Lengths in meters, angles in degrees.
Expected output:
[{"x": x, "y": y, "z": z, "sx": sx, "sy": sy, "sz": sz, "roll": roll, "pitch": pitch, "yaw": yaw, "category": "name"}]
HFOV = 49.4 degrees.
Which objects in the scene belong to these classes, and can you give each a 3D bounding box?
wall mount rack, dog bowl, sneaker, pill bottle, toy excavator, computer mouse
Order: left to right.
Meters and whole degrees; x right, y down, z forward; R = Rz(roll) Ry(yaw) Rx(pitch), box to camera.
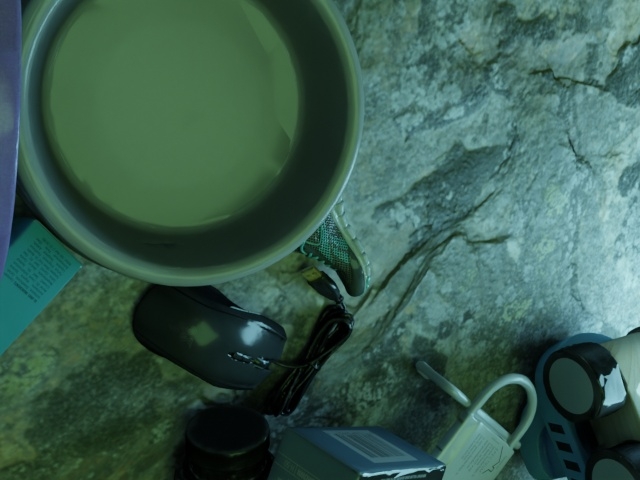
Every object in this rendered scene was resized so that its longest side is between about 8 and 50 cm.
[{"x": -0.117, "y": -0.117, "z": 0.625, "sx": 0.349, "sy": 0.102, "sz": 0.349, "roll": -6, "pitch": 106, "yaw": -22, "category": "dog bowl"}, {"x": -0.108, "y": 0.310, "z": 0.807, "sx": 0.123, "sy": 0.123, "sz": 0.219, "roll": -8, "pitch": 112, "yaw": -28, "category": "pill bottle"}, {"x": -0.066, "y": 0.097, "z": 0.788, "sx": 0.262, "sy": 0.060, "sz": 0.184, "roll": 39, "pitch": 87, "yaw": -35, "category": "computer mouse"}, {"x": 0.000, "y": 0.000, "z": 0.794, "sx": 0.076, "sy": 0.065, "sz": 0.166, "roll": -30, "pitch": 112, "yaw": -13, "category": "sneaker"}, {"x": 0.180, "y": 0.337, "z": 0.993, "sx": 0.350, "sy": 0.130, "sz": 0.304, "roll": -50, "pitch": 121, "yaw": -5, "category": "wall mount rack"}, {"x": 0.425, "y": 0.383, "z": 1.109, "sx": 0.222, "sy": 0.445, "sz": 0.433, "roll": -10, "pitch": 72, "yaw": -26, "category": "toy excavator"}]

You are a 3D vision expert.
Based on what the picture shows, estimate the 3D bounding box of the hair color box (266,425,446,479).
[{"x": -0.007, "y": 0.404, "z": 0.775, "sx": 0.185, "sy": 0.113, "sz": 0.374, "roll": 18, "pitch": 92, "yaw": -50, "category": "hair color box"}]

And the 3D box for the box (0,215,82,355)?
[{"x": -0.317, "y": 0.086, "z": 0.570, "sx": 0.244, "sy": 0.100, "sz": 0.060, "roll": -54, "pitch": 126, "yaw": -26, "category": "box"}]

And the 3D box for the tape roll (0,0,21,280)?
[{"x": -0.265, "y": -0.101, "z": 0.463, "sx": 0.090, "sy": 0.275, "sz": 0.275, "roll": 0, "pitch": 108, "yaw": -32, "category": "tape roll"}]
